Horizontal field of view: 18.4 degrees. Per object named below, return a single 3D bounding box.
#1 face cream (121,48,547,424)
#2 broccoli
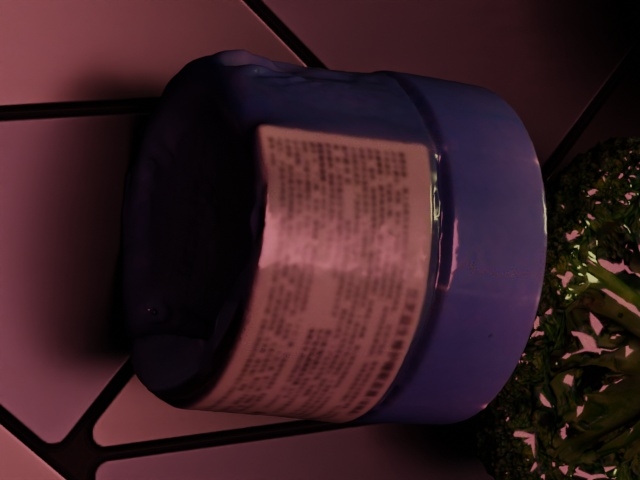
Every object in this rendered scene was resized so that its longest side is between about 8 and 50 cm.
[{"bbox_3d":[0.000,0.000,1.363,0.225,0.249,0.249,7,89,-28],"label":"face cream"},{"bbox_3d":[0.246,0.068,1.481,0.297,0.297,0.297,-30,127,-49],"label":"broccoli"}]
